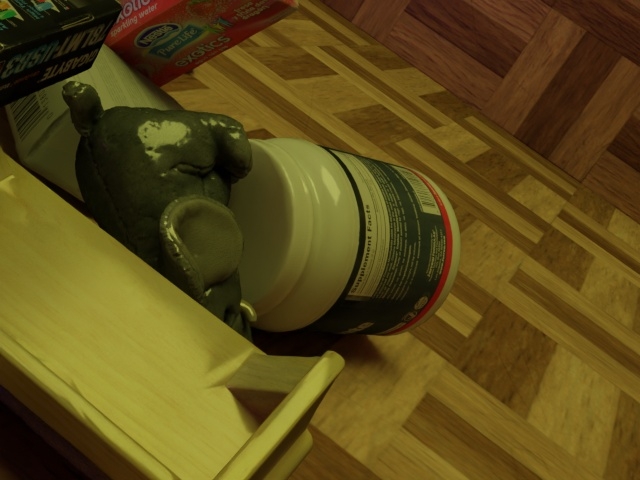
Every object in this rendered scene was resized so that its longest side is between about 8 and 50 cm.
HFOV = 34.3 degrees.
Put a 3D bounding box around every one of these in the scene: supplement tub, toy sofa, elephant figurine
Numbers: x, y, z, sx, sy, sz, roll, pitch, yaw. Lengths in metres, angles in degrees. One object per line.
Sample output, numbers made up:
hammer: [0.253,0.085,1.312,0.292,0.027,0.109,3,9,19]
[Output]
supplement tub: [0.000,0.000,1.061,0.272,0.191,0.191,9,31,-50]
toy sofa: [-0.181,0.072,0.729,0.362,0.177,0.150,37,44,9]
elephant figurine: [-0.121,0.016,0.858,0.186,0.169,0.239,1,61,-15]

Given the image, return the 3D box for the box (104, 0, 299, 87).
box: [-0.190,-0.317,1.315,0.142,0.300,0.154,9,68,-50]

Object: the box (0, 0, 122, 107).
box: [-0.324,-0.201,0.712,0.295,0.073,0.293,36,26,-1]

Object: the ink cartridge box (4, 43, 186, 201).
ink cartridge box: [-0.199,-0.099,1.204,0.385,0.091,0.308,39,11,-41]
